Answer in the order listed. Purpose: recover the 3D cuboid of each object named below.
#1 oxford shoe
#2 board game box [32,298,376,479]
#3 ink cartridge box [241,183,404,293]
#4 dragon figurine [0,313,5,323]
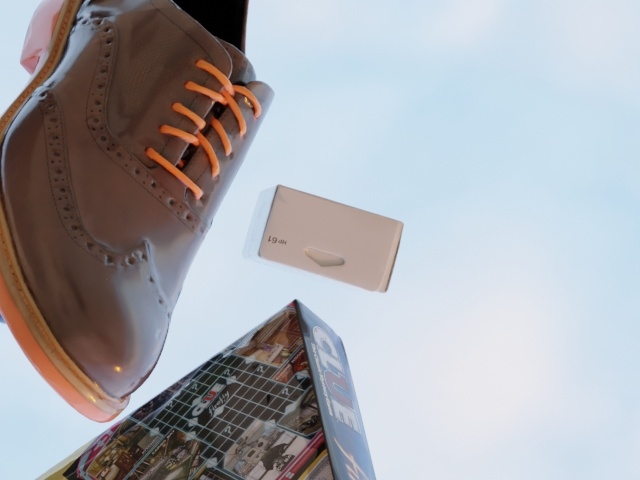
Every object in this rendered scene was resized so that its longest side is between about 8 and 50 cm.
[{"bbox_3d":[-0.076,-0.042,0.822,0.098,0.097,0.271,-28,-143,23],"label":"oxford shoe"},{"bbox_3d":[-0.080,0.159,0.992,0.042,0.243,0.165,39,-154,-38],"label":"board game box"},{"bbox_3d":[0.000,0.000,1.315,0.088,0.122,0.052,16,-91,-7],"label":"ink cartridge box"},{"bbox_3d":[-0.289,0.026,1.435,0.289,0.144,0.085,5,-121,-14],"label":"dragon figurine"}]
